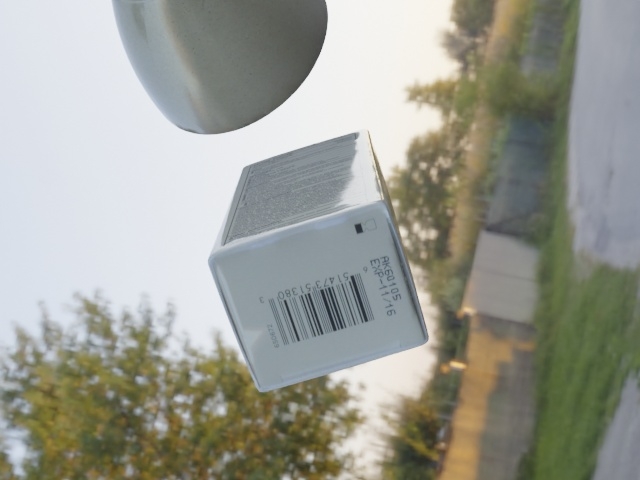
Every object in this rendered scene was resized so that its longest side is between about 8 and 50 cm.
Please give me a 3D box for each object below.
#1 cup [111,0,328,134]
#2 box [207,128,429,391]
[{"bbox_3d":[-0.185,-0.363,1.453,0.237,0.331,0.331,44,-124,-54],"label":"cup"},{"bbox_3d":[0.000,0.000,0.847,0.311,0.148,0.121,-85,-23,-73],"label":"box"}]
